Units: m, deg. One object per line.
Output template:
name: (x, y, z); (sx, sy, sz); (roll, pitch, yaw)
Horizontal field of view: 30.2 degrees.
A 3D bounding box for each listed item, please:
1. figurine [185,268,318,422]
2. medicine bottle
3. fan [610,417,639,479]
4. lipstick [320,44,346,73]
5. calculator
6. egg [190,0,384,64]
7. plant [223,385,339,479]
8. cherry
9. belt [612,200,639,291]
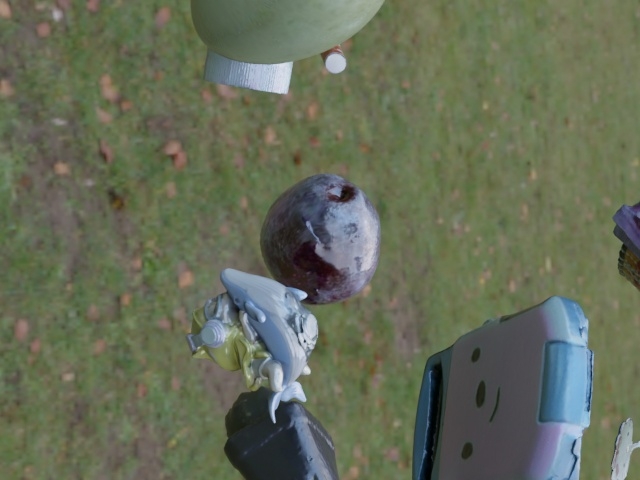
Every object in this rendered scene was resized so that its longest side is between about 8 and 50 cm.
figurine: (-0.086, 0.134, 1.573); (0.128, 0.183, 0.208); (-21, 91, -62)
medicine bottle: (-0.087, -0.324, 1.644); (0.139, 0.139, 0.225); (-7, 109, -65)
fan: (0.265, 0.178, 1.021); (0.083, 0.004, 0.056); (1, 97, -59)
lipstick: (0.016, -0.333, 2.066); (0.131, 0.038, 0.038); (-106, 176, -58)
calculator: (0.151, 0.151, 1.033); (0.293, 0.051, 0.173); (140, -39, -63)
egg: (-0.041, -0.326, 1.455); (0.218, 0.295, 0.218); (34, 36, -30)
plant: (-0.054, 0.331, 1.823); (0.256, 0.142, 0.164); (53, 0, 39)
cherry: (0.004, -0.008, 1.737); (0.195, 0.195, 0.195); (-5, 90, -65)
belt: (0.457, -0.014, 1.348); (0.295, 0.160, 0.207); (-29, 148, -20)
